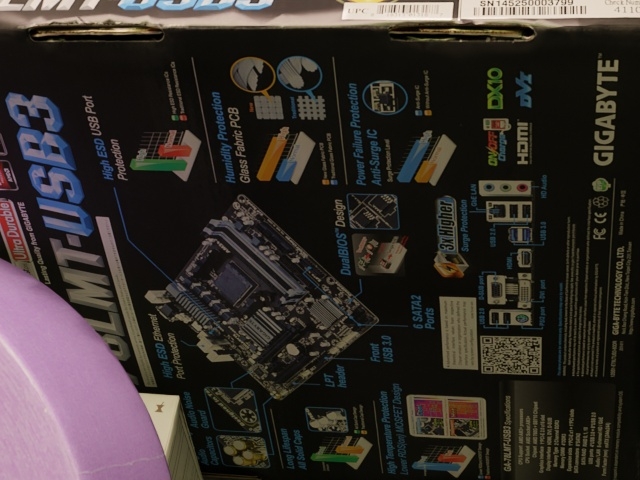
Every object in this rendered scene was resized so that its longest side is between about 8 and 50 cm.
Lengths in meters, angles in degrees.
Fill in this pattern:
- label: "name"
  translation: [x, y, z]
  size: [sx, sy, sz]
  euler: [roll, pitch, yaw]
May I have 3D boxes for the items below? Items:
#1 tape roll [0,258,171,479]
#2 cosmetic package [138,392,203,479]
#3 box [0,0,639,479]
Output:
- label: "tape roll"
  translation: [-0.199, 0.131, 0.638]
  size: [0.274, 0.090, 0.275]
  euler: [-1, 87, 15]
- label: "cosmetic package"
  translation: [-0.179, 0.114, 0.745]
  size: [0.239, 0.099, 0.060]
  euler: [3, 49, 10]
- label: "box"
  translation: [0.000, 0.000, 0.691]
  size: [0.293, 0.295, 0.073]
  euler: [2, 47, 10]
